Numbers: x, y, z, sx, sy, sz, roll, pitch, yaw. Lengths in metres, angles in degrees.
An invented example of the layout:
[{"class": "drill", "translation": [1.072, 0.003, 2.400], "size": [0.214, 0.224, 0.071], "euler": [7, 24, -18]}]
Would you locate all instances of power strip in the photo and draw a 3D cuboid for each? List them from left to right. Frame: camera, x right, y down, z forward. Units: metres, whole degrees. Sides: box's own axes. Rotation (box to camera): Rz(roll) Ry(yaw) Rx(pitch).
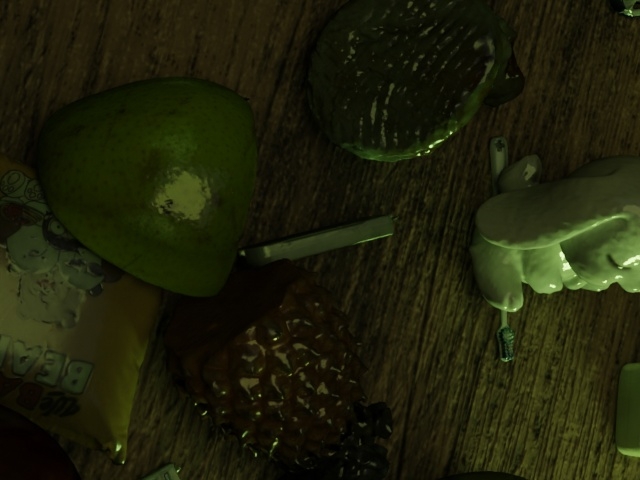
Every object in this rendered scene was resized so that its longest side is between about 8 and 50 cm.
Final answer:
[{"class": "power strip", "translation": [-0.204, 0.294, 1.818], "size": [0.083, 0.017, 0.027], "euler": [-30, 100, -20]}, {"class": "power strip", "translation": [0.000, 0.000, 1.890], "size": [0.226, 0.080, 0.029], "euler": [-15, 95, -23]}]

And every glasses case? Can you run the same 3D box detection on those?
[{"class": "glasses case", "translation": [0.562, 0.248, 2.118], "size": [0.312, 0.070, 0.131], "euler": [7, 83, -23]}]

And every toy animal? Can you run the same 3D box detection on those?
[{"class": "toy animal", "translation": [0.345, -0.024, 1.923], "size": [0.271, 0.265, 0.206], "euler": [-7, 86, -33]}]

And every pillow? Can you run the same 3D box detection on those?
[{"class": "pillow", "translation": [-0.322, 0.062, 1.727], "size": [0.310, 0.119, 0.312], "euler": [23, 74, -23]}]

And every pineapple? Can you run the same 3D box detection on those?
[{"class": "pineapple", "translation": [-0.024, 0.204, 1.815], "size": [0.223, 0.223, 0.357], "euler": [-43, 120, -20]}]

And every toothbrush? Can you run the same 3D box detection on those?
[{"class": "toothbrush", "translation": [0.243, 0.010, 2.026], "size": [0.030, 0.030, 0.304], "euler": [1, 83, -23]}]

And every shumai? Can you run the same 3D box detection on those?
[{"class": "shumai", "translation": [0.123, -0.210, 1.947], "size": [0.271, 0.203, 0.222], "euler": [-6, 86, 12]}]

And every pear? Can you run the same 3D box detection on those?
[{"class": "pear", "translation": [-0.200, -0.101, 1.730], "size": [0.239, 0.139, 0.288], "euler": [10, 57, -18]}]

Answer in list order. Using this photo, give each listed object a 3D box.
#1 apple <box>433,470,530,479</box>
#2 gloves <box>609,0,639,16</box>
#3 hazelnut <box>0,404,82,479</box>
[{"class": "apple", "translation": [0.200, 0.426, 1.854], "size": [0.254, 0.292, 0.292], "euler": [20, 79, -31]}, {"class": "gloves", "translation": [0.447, -0.347, 2.135], "size": [0.086, 0.026, 0.064], "euler": [-38, 102, -26]}, {"class": "hazelnut", "translation": [-0.397, 0.360, 1.568], "size": [0.421, 0.352, 0.421], "euler": [33, 45, -40]}]
